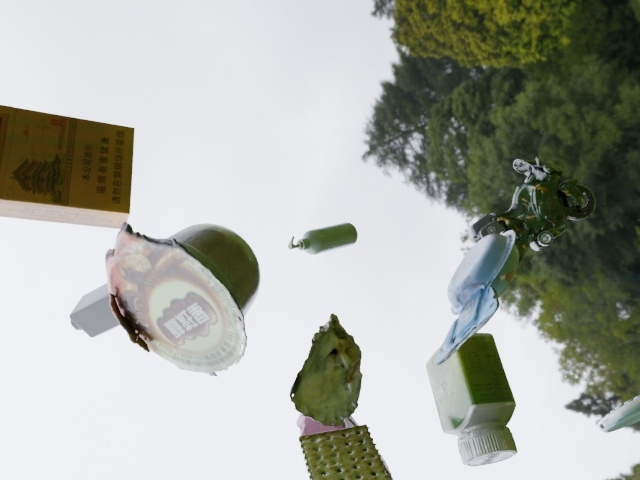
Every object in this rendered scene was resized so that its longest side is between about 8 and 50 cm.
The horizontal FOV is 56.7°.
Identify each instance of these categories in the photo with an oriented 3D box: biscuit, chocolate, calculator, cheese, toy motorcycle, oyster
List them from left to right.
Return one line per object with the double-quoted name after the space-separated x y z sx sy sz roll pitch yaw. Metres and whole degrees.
-0.159 0.048 0.758 0.221 0.221 0.147 56 -146 -20 "chocolate"
0.008 0.178 0.805 0.121 0.045 0.146 -12 -101 -40 "oyster"
0.051 0.400 0.988 0.231 0.139 0.016 -121 29 -61 "biscuit"
0.207 0.060 0.773 0.052 0.135 0.245 35 -145 2 "cheese"
0.430 -0.066 1.260 0.187 0.274 0.125 53 179 11 "toy motorcycle"
0.740 0.347 1.292 0.184 0.295 0.042 82 165 -58 "calculator"

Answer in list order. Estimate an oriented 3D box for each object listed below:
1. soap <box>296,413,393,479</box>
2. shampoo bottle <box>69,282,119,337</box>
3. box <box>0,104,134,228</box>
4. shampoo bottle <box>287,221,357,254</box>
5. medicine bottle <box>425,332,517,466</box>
0.079 0.590 1.541 0.360 0.128 0.233 57 -176 -30 "soap"
-0.457 0.140 1.301 0.079 0.246 0.080 52 -151 -25 "shampoo bottle"
-0.459 -0.122 0.989 0.274 0.076 0.174 7 -117 -24 "box"
0.000 0.000 1.260 0.195 0.056 0.056 -13 -95 -47 "shampoo bottle"
0.251 0.263 0.975 0.088 0.132 0.189 1 -126 -17 "medicine bottle"
